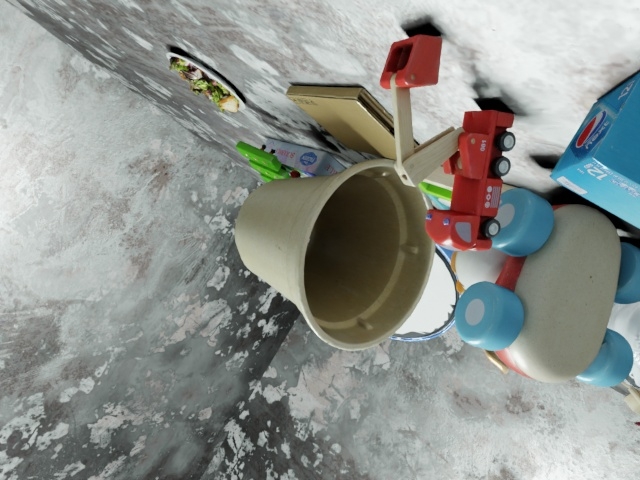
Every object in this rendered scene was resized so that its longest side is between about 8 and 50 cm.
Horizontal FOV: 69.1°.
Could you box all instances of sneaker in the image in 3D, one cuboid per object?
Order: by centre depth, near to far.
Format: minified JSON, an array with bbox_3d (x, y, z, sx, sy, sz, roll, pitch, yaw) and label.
[{"bbox_3d":[0.463,0.142,0.801,0.210,0.138,0.365,27,179,33],"label":"sneaker"}]

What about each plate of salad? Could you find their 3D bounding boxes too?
[{"bbox_3d":[-0.258,-0.344,1.035,0.199,0.048,0.200,32,179,1],"label":"plate of salad"}]

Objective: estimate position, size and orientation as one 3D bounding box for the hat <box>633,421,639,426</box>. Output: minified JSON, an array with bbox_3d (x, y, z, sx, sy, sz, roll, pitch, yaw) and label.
[{"bbox_3d":[0.567,0.222,0.569,0.172,0.184,0.208,31,178,8],"label":"hat"}]

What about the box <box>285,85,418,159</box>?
[{"bbox_3d":[0.053,-0.181,0.724,0.164,0.021,0.201,33,177,-36],"label":"box"}]

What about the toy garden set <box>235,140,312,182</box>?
[{"bbox_3d":[-0.064,-0.149,1.122,0.203,0.049,0.244,27,169,25],"label":"toy garden set"}]

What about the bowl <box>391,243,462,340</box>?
[{"bbox_3d":[0.169,0.081,1.113,0.390,0.077,0.391,18,130,22],"label":"bowl"}]

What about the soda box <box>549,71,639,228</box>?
[{"bbox_3d":[0.282,-0.027,0.322,0.210,0.071,0.067,31,179,4],"label":"soda box"}]

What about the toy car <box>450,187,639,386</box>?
[{"bbox_3d":[0.250,0.057,0.619,0.219,0.211,0.238,20,176,-20],"label":"toy car"}]

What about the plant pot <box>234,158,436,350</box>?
[{"bbox_3d":[0.000,0.000,0.907,0.333,0.334,0.305,33,169,-40],"label":"plant pot"}]

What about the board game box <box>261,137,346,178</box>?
[{"bbox_3d":[0.021,-0.151,1.284,0.318,0.066,0.318,34,177,-35],"label":"board game box"}]

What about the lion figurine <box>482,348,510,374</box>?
[{"bbox_3d":[0.443,0.187,1.252,0.240,0.142,0.392,39,-163,14],"label":"lion figurine"}]

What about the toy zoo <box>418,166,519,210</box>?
[{"bbox_3d":[0.286,-0.031,0.779,0.192,0.030,0.293,29,177,46],"label":"toy zoo"}]

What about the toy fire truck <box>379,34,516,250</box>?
[{"bbox_3d":[0.119,-0.084,0.448,0.135,0.192,0.047,1,-168,-24],"label":"toy fire truck"}]

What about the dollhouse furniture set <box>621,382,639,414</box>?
[{"bbox_3d":[0.838,0.329,1.103,0.303,0.174,0.356,32,-158,-16],"label":"dollhouse furniture set"}]
